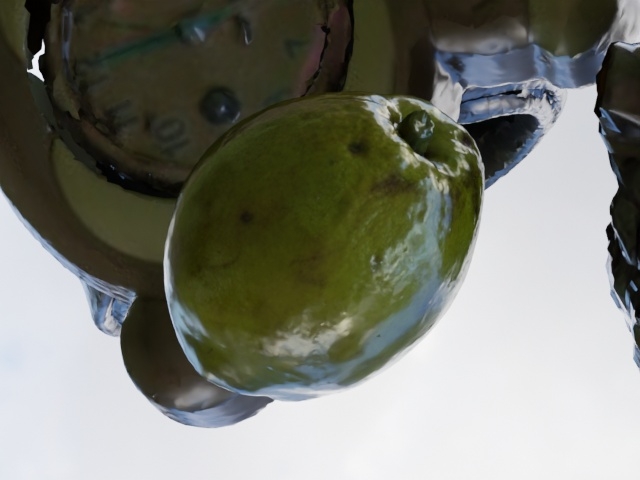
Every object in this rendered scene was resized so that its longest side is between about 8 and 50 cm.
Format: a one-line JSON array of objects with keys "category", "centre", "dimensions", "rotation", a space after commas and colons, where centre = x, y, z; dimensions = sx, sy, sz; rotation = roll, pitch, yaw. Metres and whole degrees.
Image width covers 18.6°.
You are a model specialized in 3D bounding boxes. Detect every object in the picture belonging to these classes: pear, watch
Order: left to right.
[{"category": "watch", "centre": [-0.004, -0.087, 1.029], "dimensions": [0.335, 0.327, 0.314], "rotation": [-30, -101, 9]}, {"category": "pear", "centre": [0.000, 0.000, 0.712], "dimensions": [0.131, 0.107, 0.107], "rotation": [-56, -145, 24]}]

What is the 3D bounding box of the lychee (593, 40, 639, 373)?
[{"category": "lychee", "centre": [0.248, -0.036, 0.788], "dimensions": [0.300, 0.300, 0.300], "rotation": [-29, -135, 34]}]
